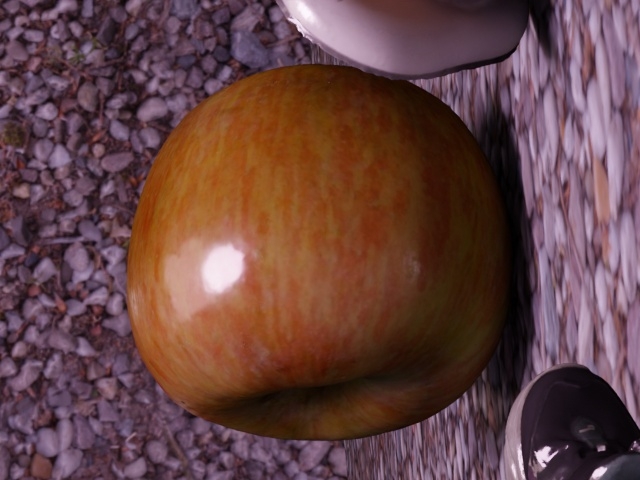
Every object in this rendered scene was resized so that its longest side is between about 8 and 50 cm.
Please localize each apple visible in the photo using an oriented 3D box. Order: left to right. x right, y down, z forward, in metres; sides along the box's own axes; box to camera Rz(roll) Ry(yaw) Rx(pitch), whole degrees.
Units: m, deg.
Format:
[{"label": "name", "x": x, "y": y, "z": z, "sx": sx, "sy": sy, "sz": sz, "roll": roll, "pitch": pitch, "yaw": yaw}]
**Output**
[{"label": "apple", "x": 0.000, "y": 0.000, "z": 1.226, "sx": 0.264, "sy": 0.264, "sz": 0.264, "roll": 176, "pitch": 90, "yaw": -86}]

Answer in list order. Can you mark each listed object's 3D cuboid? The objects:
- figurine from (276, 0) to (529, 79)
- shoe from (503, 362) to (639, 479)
[{"label": "figurine", "x": 0.069, "y": -0.208, "z": 1.043, "sx": 0.250, "sy": 0.166, "sz": 0.141, "roll": -78, "pitch": 13, "yaw": -53}, {"label": "shoe", "x": 0.129, "y": 0.117, "z": 0.800, "sx": 0.099, "sy": 0.071, "sz": 0.169, "roll": 98, "pitch": 164, "yaw": -58}]
